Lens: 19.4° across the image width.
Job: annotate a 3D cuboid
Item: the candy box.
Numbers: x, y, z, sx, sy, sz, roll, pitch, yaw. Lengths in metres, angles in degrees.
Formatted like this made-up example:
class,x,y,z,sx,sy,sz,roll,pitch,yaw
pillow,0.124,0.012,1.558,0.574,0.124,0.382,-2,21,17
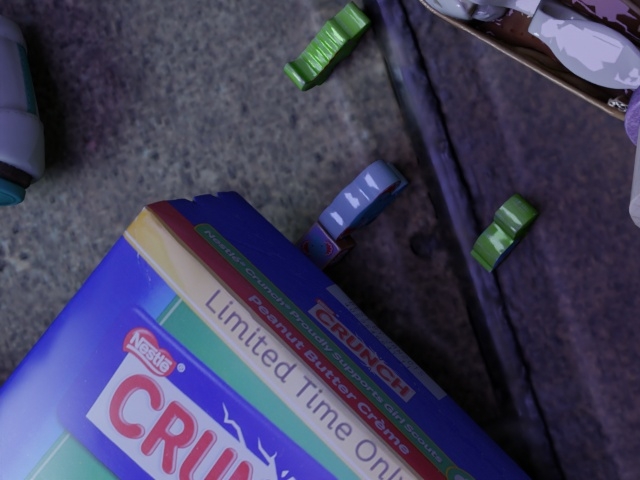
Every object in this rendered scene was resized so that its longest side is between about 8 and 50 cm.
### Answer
class,x,y,z,sx,sy,sz,roll,pitch,yaw
candy box,-0.071,0.176,1.036,0.268,0.122,0.317,44,109,12

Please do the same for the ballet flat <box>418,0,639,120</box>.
class,x,y,z,sx,sy,sz,roll,pitch,yaw
ballet flat,0.112,-0.130,0.984,0.232,0.073,0.080,31,111,19

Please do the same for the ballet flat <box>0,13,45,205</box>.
class,x,y,z,sx,sy,sz,roll,pitch,yaw
ballet flat,-0.351,-0.083,1.211,0.400,0.139,0.139,-2,98,23

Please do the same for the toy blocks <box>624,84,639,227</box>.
class,x,y,z,sx,sy,sz,roll,pitch,yaw
toy blocks,0.300,-0.088,0.800,0.288,0.309,0.260,-11,53,35

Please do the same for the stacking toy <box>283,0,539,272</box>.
class,x,y,z,sx,sy,sz,roll,pitch,yaw
stacking toy,0.000,0.000,1.076,0.167,0.052,0.221,48,115,12
